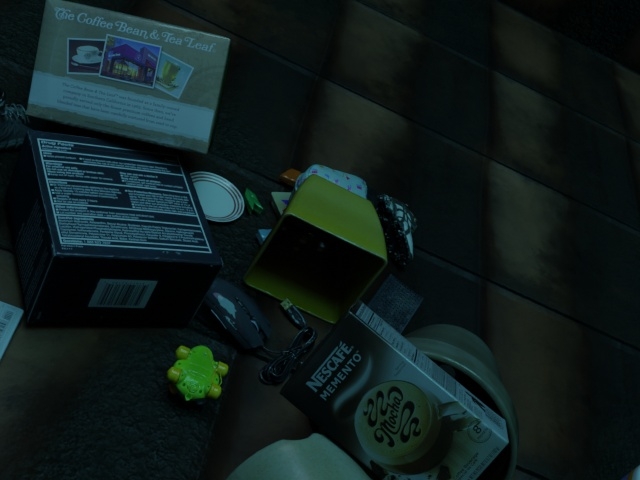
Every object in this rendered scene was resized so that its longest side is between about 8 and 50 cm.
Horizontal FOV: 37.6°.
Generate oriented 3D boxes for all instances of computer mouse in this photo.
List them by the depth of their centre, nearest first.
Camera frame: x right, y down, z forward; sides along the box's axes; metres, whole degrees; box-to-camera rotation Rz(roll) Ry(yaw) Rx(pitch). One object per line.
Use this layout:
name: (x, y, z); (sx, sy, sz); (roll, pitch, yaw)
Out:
computer mouse: (-0.120, 0.130, 1.745); (0.262, 0.060, 0.184); (42, 41, 12)

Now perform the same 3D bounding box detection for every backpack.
backpack: (0.026, -0.081, 1.980); (0.182, 0.115, 0.152); (19, 43, -12)

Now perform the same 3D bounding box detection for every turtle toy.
turtle toy: (-0.209, 0.223, 1.582); (0.095, 0.066, 0.130); (25, 39, -8)

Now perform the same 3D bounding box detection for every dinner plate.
dinner plate: (-0.225, -0.087, 1.940); (0.141, 0.017, 0.141); (18, 40, -16)

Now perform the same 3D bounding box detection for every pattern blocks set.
pattern blocks set: (-0.011, -0.044, 2.029); (0.325, 0.026, 0.285); (7, 45, -28)

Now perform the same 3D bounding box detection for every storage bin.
storage bin: (0.112, 0.163, 1.814); (0.084, 0.122, 0.180); (36, 39, 4)

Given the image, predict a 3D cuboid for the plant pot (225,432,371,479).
plant pot: (0.004, 0.455, 1.316); (0.334, 0.333, 0.305); (1, 36, -33)

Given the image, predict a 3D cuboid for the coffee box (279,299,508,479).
coffee box: (0.110, 0.249, 1.403); (0.297, 0.168, 0.119); (39, 10, 3)

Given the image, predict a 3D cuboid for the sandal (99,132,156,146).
sandal: (-0.379, -0.176, 1.915); (0.180, 0.049, 0.072); (31, 31, 22)

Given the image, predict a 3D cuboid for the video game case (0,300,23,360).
video game case: (-0.580, 0.150, 1.450); (0.184, 0.023, 0.201); (23, 41, -11)

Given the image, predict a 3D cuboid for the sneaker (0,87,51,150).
sneaker: (-0.587, -0.236, 1.766); (0.086, 0.132, 0.229); (43, 40, 13)

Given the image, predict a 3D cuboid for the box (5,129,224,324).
box: (-0.365, -0.017, 1.638); (0.296, 0.182, 0.294); (5, 45, -33)

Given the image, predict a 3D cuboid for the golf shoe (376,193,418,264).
golf shoe: (0.187, -0.026, 2.102); (0.094, 0.077, 0.198); (8, 46, -27)

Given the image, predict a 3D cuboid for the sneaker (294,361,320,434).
sneaker: (0.012, 0.281, 1.674); (0.075, 0.057, 0.161); (-2, 47, -28)

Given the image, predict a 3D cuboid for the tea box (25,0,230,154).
tea box: (-0.348, -0.309, 1.788); (0.329, 0.219, 0.323); (12, 7, -6)

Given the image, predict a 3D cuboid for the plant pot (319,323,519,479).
plant pot: (0.192, 0.284, 1.624); (0.323, 0.323, 0.280); (36, 24, 5)

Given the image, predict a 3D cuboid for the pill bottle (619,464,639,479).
pill bottle: (0.518, 0.505, 1.601); (0.152, 0.272, 0.152); (19, 40, -17)

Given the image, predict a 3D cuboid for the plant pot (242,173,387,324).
plant pot: (0.000, 0.000, 1.832); (0.212, 0.212, 0.187); (26, 40, -11)
